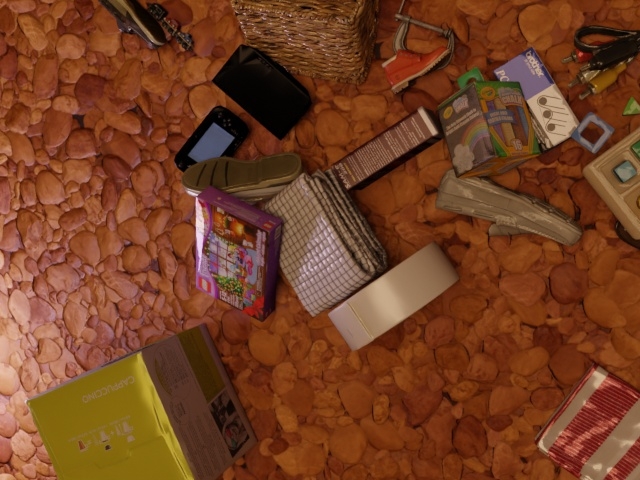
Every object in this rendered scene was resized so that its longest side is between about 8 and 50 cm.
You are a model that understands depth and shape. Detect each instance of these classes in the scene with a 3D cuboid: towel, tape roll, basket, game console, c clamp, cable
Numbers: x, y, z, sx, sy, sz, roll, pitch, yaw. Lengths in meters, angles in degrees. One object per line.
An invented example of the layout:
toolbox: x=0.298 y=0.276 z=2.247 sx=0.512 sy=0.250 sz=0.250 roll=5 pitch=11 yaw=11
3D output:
towel: x=0.661 y=0.450 z=1.686 sx=0.329 sy=0.037 sz=0.237 roll=35 pitch=104 yaw=12
tape roll: x=0.156 y=0.120 z=1.683 sx=0.286 sy=0.286 sz=0.100 roll=-36 pitch=85 yaw=18
towel: x=0.000 y=0.000 z=1.771 sx=0.235 sy=0.121 sz=0.283 roll=-38 pitch=81 yaw=46
basket: x=-0.019 y=-0.517 z=1.775 sx=0.299 sy=0.223 sz=0.213 roll=12 pitch=67 yaw=17
game console: x=-0.200 y=-0.273 z=1.858 sx=0.213 sy=0.044 sz=0.361 roll=40 pitch=114 yaw=-9
c clamp: x=0.228 y=-0.457 z=1.738 sx=0.161 sy=0.022 sz=0.137 roll=28 pitch=104 yaw=12
cable: x=0.639 y=-0.400 z=1.612 sx=0.287 sy=0.072 sz=0.139 roll=-20 pitch=72 yaw=7

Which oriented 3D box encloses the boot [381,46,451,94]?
boot: x=0.208 y=-0.394 z=1.723 sx=0.158 sy=0.059 sz=0.084 roll=-28 pitch=89 yaw=28

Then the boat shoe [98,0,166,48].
boat shoe: x=-0.464 y=-0.541 z=1.926 sx=0.073 sy=0.080 sz=0.223 roll=-46 pitch=76 yaw=22

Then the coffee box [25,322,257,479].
coffee box: x=-0.416 y=0.433 z=1.871 sx=0.338 sy=0.334 sz=0.338 roll=-24 pitch=88 yaw=18

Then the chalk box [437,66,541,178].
chalk box: x=0.342 y=-0.252 z=1.634 sx=0.132 sy=0.132 sz=0.213 roll=-29 pitch=70 yaw=56

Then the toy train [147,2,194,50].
toy train: x=-0.361 y=-0.524 z=1.919 sx=0.036 sy=0.027 sz=0.158 roll=-44 pitch=81 yaw=6

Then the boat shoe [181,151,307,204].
boat shoe: x=-0.177 y=-0.131 z=1.847 sx=0.302 sy=0.103 sz=0.113 roll=-2 pitch=57 yaw=17

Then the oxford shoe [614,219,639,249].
oxford shoe: x=0.715 y=0.001 z=1.593 sx=0.227 sy=0.096 sz=0.082 roll=19 pitch=103 yaw=17

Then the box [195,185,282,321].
box: x=-0.195 y=0.036 z=1.823 sx=0.201 sy=0.057 sz=0.293 roll=25 pitch=134 yaw=20

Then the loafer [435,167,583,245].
loafer: x=0.400 y=-0.055 z=1.685 sx=0.319 sy=0.112 sz=0.111 roll=26 pitch=108 yaw=21

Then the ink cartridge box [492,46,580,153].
ink cartridge box: x=0.461 y=-0.296 z=1.668 sx=0.097 sy=0.046 sz=0.207 roll=-31 pitch=85 yaw=17

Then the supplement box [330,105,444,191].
supplement box: x=0.152 y=-0.199 z=1.733 sx=0.239 sy=0.130 sz=0.073 roll=-32 pitch=85 yaw=17

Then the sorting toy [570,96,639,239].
sorting toy: x=0.644 y=-0.124 z=1.528 sx=0.196 sy=0.047 sz=0.347 roll=-38 pitch=83 yaw=17
